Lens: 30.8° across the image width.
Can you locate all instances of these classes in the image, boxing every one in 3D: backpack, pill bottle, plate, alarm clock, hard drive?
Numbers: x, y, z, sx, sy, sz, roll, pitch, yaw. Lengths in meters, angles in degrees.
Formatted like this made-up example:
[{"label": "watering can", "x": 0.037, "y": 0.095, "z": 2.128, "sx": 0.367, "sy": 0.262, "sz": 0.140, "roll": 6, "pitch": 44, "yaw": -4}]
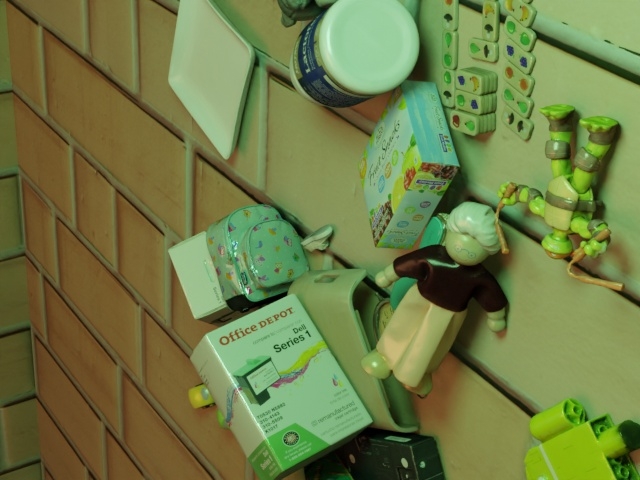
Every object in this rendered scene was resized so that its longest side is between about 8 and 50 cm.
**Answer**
[{"label": "backpack", "x": -0.124, "y": 0.024, "z": 2.236, "sx": 0.144, "sy": 0.166, "sz": 0.188, "roll": -36, "pitch": 75, "yaw": 48}, {"label": "pill bottle", "x": 0.042, "y": -0.286, "z": 1.800, "sx": 0.264, "sy": 0.153, "sz": 0.153, "roll": 175, "pitch": 81, "yaw": -75}, {"label": "plate", "x": -0.213, "y": -0.349, "z": 2.333, "sx": 0.278, "sy": 0.045, "sz": 0.277, "roll": 53, "pitch": 142, "yaw": 33}, {"label": "alarm clock", "x": 0.151, "y": 0.172, "z": 1.947, "sx": 0.129, "sy": 0.064, "sz": 0.192, "roll": -14, "pitch": 88, "yaw": 59}, {"label": "hard drive", "x": 0.156, "y": 0.511, "z": 2.093, "sx": 0.237, "sy": 0.064, "sz": 0.339, "roll": -8, "pitch": 95, "yaw": 60}]

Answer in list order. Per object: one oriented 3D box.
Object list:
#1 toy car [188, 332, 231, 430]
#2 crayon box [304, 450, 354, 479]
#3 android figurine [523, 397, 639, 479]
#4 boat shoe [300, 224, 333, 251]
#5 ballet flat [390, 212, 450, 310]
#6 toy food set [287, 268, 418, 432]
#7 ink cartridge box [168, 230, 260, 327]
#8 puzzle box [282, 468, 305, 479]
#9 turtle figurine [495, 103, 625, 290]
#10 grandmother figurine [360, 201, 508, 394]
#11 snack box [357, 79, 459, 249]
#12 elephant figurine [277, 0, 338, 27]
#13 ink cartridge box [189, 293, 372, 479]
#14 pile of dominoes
[{"label": "toy car", "x": -0.239, "y": 0.362, "z": 2.685, "sx": 0.225, "sy": 0.053, "sz": 0.239, "roll": 51, "pitch": 142, "yaw": 35}, {"label": "crayon box", "x": 0.023, "y": 0.508, "z": 2.198, "sx": 0.278, "sy": 0.081, "sz": 0.165, "roll": -168, "pitch": 65, "yaw": -82}, {"label": "android figurine", "x": 0.381, "y": 0.353, "z": 1.662, "sx": 0.273, "sy": 0.056, "sz": 0.248, "roll": -43, "pitch": 67, "yaw": 55}, {"label": "boat shoe", "x": 0.000, "y": 0.000, "z": 2.156, "sx": 0.035, "sy": 0.035, "sz": 0.100, "roll": 48, "pitch": 146, "yaw": -9}, {"label": "ballet flat", "x": 0.177, "y": 0.041, "z": 1.836, "sx": 0.206, "sy": 0.067, "sz": 0.073, "roll": -63, "pitch": 40, "yaw": 40}, {"label": "toy food set", "x": 0.064, "y": 0.200, "z": 2.100, "sx": 0.220, "sy": 0.092, "sz": 0.306, "roll": -4, "pitch": 108, "yaw": 59}, {"label": "ink cartridge box", "x": -0.213, "y": 0.085, "z": 2.374, "sx": 0.160, "sy": 0.092, "sz": 0.219, "roll": 67, "pitch": -172, "yaw": 14}, {"label": "puzzle box", "x": -0.085, "y": 0.431, "z": 2.323, "sx": 0.409, "sy": 0.052, "sz": 0.272, "roll": -136, "pitch": 38, "yaw": -75}, {"label": "turtle figurine", "x": 0.333, "y": -0.058, "z": 1.524, "sx": 0.269, "sy": 0.087, "sz": 0.217, "roll": 40, "pitch": 128, "yaw": 57}, {"label": "grandmother figurine", "x": 0.187, "y": 0.085, "z": 1.758, "sx": 0.104, "sy": 0.208, "sz": 0.342, "roll": -84, "pitch": 12, "yaw": -54}, {"label": "snack box", "x": 0.131, "y": -0.116, "z": 1.799, "sx": 0.207, "sy": 0.070, "sz": 0.174, "roll": 118, "pitch": 150, "yaw": -48}, {"label": "elephant figurine", "x": -0.001, "y": -0.481, "z": 1.852, "sx": 0.169, "sy": 0.186, "sz": 0.239, "roll": 1, "pitch": -95, "yaw": -77}, {"label": "ink cartridge box", "x": -0.073, "y": 0.262, "z": 2.065, "sx": 0.278, "sy": 0.201, "sz": 0.117, "roll": 58, "pitch": 150, "yaw": 14}, {"label": "pile of dominoes", "x": 0.225, "y": -0.275, "z": 1.650, "sx": 0.196, "sy": 0.040, "sz": 0.251, "roll": 28, "pitch": 127, "yaw": 51}]
